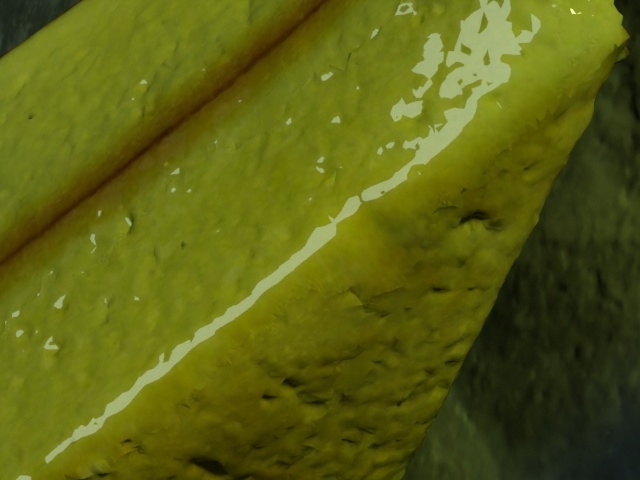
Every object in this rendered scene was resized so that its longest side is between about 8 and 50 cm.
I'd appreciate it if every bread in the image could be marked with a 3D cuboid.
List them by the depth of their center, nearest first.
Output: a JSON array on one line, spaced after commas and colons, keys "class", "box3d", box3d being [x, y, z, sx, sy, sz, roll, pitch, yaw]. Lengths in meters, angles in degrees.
[{"class": "bread", "box3d": [0.000, 0.000, 0.771, 0.361, 0.245, 0.233, -35, 48, 16]}]
